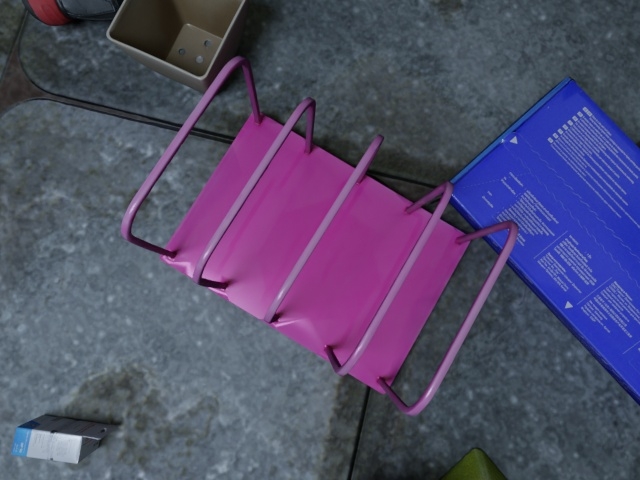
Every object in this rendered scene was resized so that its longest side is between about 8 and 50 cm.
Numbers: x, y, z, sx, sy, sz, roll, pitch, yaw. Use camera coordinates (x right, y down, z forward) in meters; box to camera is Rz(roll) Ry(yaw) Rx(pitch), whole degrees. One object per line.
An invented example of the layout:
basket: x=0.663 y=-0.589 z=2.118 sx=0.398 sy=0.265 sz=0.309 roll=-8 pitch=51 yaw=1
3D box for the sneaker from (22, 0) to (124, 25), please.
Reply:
sneaker: x=-0.241 y=-0.371 z=0.517 sx=0.135 sy=0.097 sz=0.276 roll=9 pitch=85 yaw=-1

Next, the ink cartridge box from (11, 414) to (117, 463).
ink cartridge box: x=-0.262 y=0.206 z=0.475 sx=0.083 sy=0.048 sz=0.028 roll=8 pitch=83 yaw=-1

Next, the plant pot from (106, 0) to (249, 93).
plant pot: x=-0.143 y=-0.222 z=0.504 sx=0.109 sy=0.096 sz=0.109 roll=24 pitch=83 yaw=1

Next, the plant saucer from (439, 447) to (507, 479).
plant saucer: x=0.165 y=0.357 z=0.477 sx=0.188 sy=0.045 sz=0.188 roll=-40 pitch=87 yaw=-6

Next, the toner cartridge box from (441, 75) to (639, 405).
toner cartridge box: x=0.308 y=0.016 z=0.488 sx=0.165 sy=0.075 sz=0.348 roll=-42 pitch=87 yaw=8

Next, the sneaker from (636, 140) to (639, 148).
sneaker: x=0.386 y=-0.055 z=0.534 sx=0.067 sy=0.042 sz=0.118 roll=16 pitch=91 yaw=4

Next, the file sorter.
file sorter: x=0.000 y=0.000 z=0.442 sx=0.290 sy=0.182 sz=0.202 roll=31 pitch=83 yaw=1
